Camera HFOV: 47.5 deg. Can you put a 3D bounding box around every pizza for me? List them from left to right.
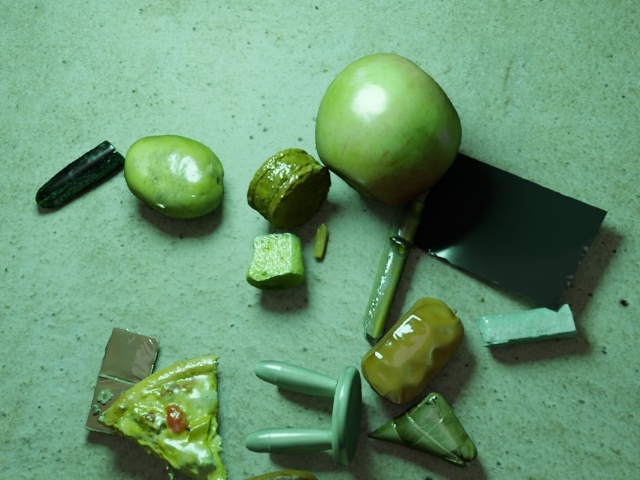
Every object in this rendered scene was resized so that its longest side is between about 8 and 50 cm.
[{"bbox_3d":[-0.274,0.387,1.513,0.280,0.075,0.287,-35,67,-19],"label":"pizza"}]

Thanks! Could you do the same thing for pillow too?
[{"bbox_3d":[-0.437,0.313,1.609,0.126,0.043,0.232,9,74,10],"label":"pillow"}]

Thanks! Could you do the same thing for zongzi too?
[{"bbox_3d":[0.209,0.413,1.468,0.176,0.078,0.160,-36,72,7],"label":"zongzi"}]

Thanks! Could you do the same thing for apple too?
[{"bbox_3d":[0.136,-0.226,1.545,0.277,0.319,0.319,-46,72,-3],"label":"apple"}]

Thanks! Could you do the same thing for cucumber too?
[{"bbox_3d":[-0.586,-0.155,1.759,0.241,0.074,0.074,-33,71,-1],"label":"cucumber"}]

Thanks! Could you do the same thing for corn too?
[{"bbox_3d":[0.000,0.000,1.646,0.027,0.028,0.083,9,79,6],"label":"corn"}]

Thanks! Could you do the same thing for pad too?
[{"bbox_3d":[0.391,-0.032,1.576,0.367,0.007,0.247,26,78,24],"label":"pad"}]

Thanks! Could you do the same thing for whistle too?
[{"bbox_3d":[0.155,0.060,1.584,0.057,0.068,0.326,20,78,-8],"label":"whistle"}]

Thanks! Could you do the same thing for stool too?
[{"bbox_3d":[-0.027,0.341,1.459,0.199,0.195,0.195,4,74,11],"label":"stool"}]

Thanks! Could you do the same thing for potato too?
[{"bbox_3d":[-0.333,-0.146,1.676,0.228,0.148,0.197,-1,60,7],"label":"potato"}]

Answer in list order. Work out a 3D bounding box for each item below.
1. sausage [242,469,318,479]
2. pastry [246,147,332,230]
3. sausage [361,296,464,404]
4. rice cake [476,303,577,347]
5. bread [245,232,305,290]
[{"bbox_3d":[-0.126,0.532,1.467,0.270,0.109,0.109,-19,71,3],"label":"sausage"},{"bbox_3d":[-0.067,-0.113,1.609,0.189,0.189,0.103,-44,67,-6],"label":"pastry"},{"bbox_3d":[0.192,0.223,1.501,0.136,0.120,0.241,40,82,3],"label":"sausage"},{"bbox_3d":[0.431,0.179,1.506,0.206,0.063,0.069,-7,67,7],"label":"rice cake"},{"bbox_3d":[-0.096,0.053,1.601,0.129,0.111,0.114,-3,69,10],"label":"bread"}]
